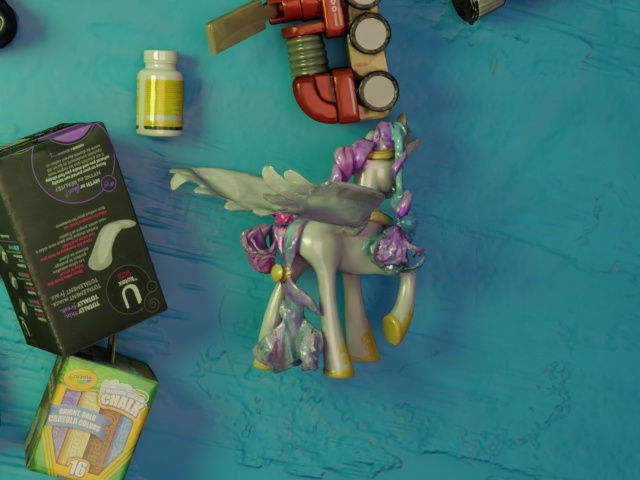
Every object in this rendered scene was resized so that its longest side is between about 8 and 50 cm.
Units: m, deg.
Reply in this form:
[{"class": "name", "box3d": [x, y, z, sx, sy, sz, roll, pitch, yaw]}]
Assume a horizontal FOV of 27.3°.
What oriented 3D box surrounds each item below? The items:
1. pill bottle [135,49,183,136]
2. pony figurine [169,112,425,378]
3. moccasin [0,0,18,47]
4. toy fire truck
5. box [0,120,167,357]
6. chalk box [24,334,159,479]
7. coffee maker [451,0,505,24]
[{"class": "pill bottle", "box3d": [-0.220, -0.201, 1.803, 0.065, 0.065, 0.116, 0, 97, -14]}, {"class": "pony figurine", "box3d": [0.000, 0.000, 1.799, 0.351, 0.303, 0.363, -1, 98, -40]}, {"class": "moccasin", "box3d": [-0.560, -0.314, 1.681, 0.342, 0.117, 0.138, 2, 96, -14]}, {"class": "toy fire truck", "box3d": [-0.026, -0.261, 1.812, 0.246, 0.158, 0.217, -9, 99, -1]}, {"class": "box", "box3d": [-0.338, -0.006, 1.732, 0.165, 0.143, 0.270, -24, 105, -28]}, {"class": "chalk box", "box3d": [-0.305, 0.215, 1.797, 0.132, 0.132, 0.213, 21, 92, -15]}, {"class": "coffee maker", "box3d": [0.263, -0.415, 1.883, 0.178, 0.120, 0.171, -18, 77, -12]}]
